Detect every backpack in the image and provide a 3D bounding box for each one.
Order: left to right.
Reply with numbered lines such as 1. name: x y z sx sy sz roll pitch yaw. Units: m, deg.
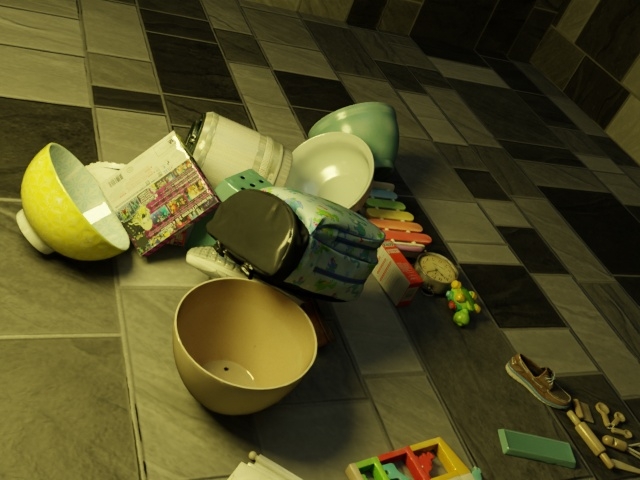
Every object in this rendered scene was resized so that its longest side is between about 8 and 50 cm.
1. backpack: -0.023 0.012 1.472 0.290 0.273 0.355 30 -8 48

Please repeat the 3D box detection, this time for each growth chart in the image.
1. growth chart: -0.120 0.490 1.195 0.172 0.021 0.237 35 37 14

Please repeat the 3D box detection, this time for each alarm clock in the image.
1. alarm clock: 0.320 0.106 1.884 0.129 0.064 0.192 29 34 6

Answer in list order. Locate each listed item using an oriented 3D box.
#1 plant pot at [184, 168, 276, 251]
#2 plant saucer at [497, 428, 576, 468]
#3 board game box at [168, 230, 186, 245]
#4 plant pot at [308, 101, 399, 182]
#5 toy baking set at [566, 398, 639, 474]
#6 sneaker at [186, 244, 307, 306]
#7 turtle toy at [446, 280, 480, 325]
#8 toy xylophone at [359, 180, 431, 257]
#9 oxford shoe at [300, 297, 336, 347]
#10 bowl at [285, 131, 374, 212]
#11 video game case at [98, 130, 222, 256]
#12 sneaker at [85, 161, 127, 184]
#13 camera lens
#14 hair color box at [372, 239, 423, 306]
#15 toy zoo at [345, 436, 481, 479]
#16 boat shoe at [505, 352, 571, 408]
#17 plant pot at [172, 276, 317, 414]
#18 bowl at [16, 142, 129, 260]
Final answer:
1. plant pot: -0.200 -0.048 1.644 0.166 0.234 0.165 37 38 19
2. plant saucer: 0.511 0.486 1.554 0.192 0.018 0.067 14 37 -11
3. board game box: -0.424 -0.072 1.709 0.147 0.045 0.193 8 39 -20
4. plant pot: 0.128 -0.283 2.117 0.293 0.293 0.196 -6 72 -34
5. toy baking set: 0.738 0.496 1.655 0.197 0.030 0.256 0 42 -29
6. sneaker: -0.183 0.110 1.535 0.297 0.129 0.111 28 18 0
7. turtle toy: 0.389 0.178 1.829 0.095 0.066 0.130 34 32 -28
8. toy xylophone: 0.179 -0.058 1.997 0.236 0.081 0.322 0 42 -28
9. oxford shoe: -0.034 0.177 1.600 0.076 0.076 0.212 -29 38 -1
10. bowl: 0.036 -0.162 1.953 0.298 0.298 0.134 55 2 35
11. video game case: -0.381 -0.110 1.573 0.210 0.232 0.042 57 7 10
12. sneaker: -0.517 -0.136 1.661 0.235 0.090 0.094 -1 58 16
13. camera lens: -0.242 -0.209 1.817 0.274 0.219 0.219 22 35 -18
14. hair color box: 0.201 0.088 1.816 0.053 0.093 0.167 -6 46 -35
15. toy zoo: 0.216 0.509 1.349 0.293 0.030 0.192 -5 45 -34
16. boat shoe: 0.568 0.360 1.700 0.183 0.066 0.066 33 37 13
17. plant pot: -0.171 0.241 1.335 0.284 0.190 0.284 15 36 -12
18. bowl: -0.578 -0.057 1.485 0.156 0.289 0.289 -33 53 0
